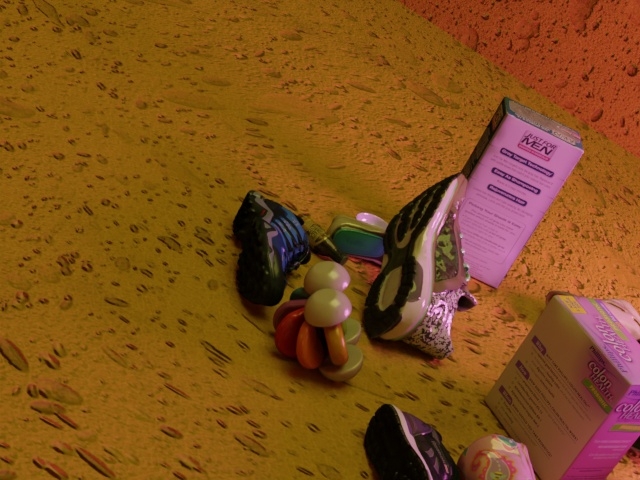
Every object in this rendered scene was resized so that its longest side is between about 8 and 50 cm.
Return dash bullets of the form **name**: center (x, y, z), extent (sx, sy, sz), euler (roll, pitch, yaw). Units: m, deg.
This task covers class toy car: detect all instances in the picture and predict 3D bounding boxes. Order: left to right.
- **toy car**: center (-0.009, 0.134, 1.810), extent (0.136, 0.159, 0.182), euler (-11, 31, 5)

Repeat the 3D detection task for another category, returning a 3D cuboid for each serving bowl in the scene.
- **serving bowl**: center (0.103, -0.020, 2.264), extent (0.083, 0.027, 0.083), euler (22, 28, -12)

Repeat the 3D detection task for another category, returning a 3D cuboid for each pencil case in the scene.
- **pencil case**: center (0.287, 0.409, 1.602), extent (0.124, 0.124, 0.284), euler (14, 30, -25)

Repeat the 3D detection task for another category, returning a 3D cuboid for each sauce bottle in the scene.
- **sauce bottle**: center (0.000, 0.000, 2.122), extent (0.128, 0.042, 0.042), euler (38, 29, 22)

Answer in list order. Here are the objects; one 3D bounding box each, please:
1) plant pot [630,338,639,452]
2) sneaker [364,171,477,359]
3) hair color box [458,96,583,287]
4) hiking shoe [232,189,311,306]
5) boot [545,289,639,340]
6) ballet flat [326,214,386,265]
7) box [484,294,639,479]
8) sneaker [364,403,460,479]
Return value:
- **plant pot**: center (0.666, 0.298, 2.077), extent (0.230, 0.215, 0.215), euler (20, 25, -47)
- **sneaker**: center (0.211, 0.053, 2.074), extent (0.182, 0.158, 0.410), euler (40, 51, -21)
- **hair color box**: center (0.363, -0.093, 2.276), extent (0.174, 0.347, 0.105), euler (25, 28, -6)
- **hiking shoe**: center (-0.070, 0.014, 1.958), extent (0.132, 0.113, 0.304), euler (18, 29, -17)
- **boot**: center (0.579, 0.194, 2.257), extent (0.203, 0.095, 0.262), euler (12, 30, -29)
- **ballet flat**: center (0.128, 0.011, 2.188), extent (0.248, 0.086, 0.086), euler (21, 28, -13)
- **box**: center (0.419, 0.251, 1.859), extent (0.117, 0.243, 0.213), euler (6, 34, -35)
- **sneaker**: center (0.159, 0.349, 1.615), extent (0.124, 0.107, 0.283), euler (23, 27, -23)
